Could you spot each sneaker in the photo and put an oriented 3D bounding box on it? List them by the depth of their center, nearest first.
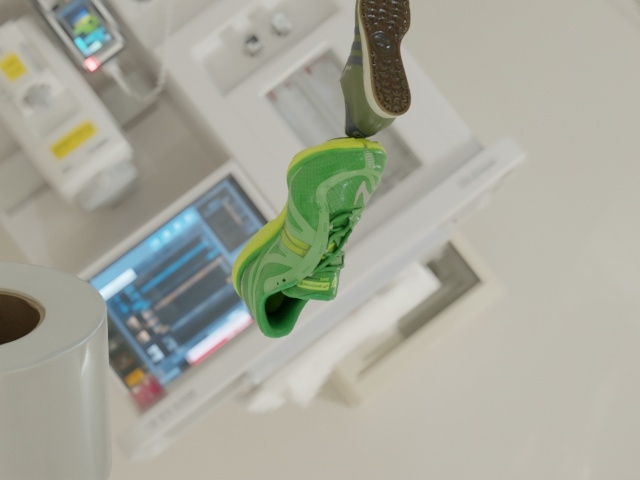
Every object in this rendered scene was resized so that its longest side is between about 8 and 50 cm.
[{"bbox_3d":[0.049,-0.191,1.508,0.064,0.192,0.086,16,144,-25],"label":"sneaker"},{"bbox_3d":[0.000,0.000,1.551,0.109,0.123,0.295,-1,142,-29],"label":"sneaker"}]

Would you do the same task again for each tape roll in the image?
[{"bbox_3d":[-0.316,0.143,1.318,0.246,0.246,0.169,-30,128,-51],"label":"tape roll"}]
